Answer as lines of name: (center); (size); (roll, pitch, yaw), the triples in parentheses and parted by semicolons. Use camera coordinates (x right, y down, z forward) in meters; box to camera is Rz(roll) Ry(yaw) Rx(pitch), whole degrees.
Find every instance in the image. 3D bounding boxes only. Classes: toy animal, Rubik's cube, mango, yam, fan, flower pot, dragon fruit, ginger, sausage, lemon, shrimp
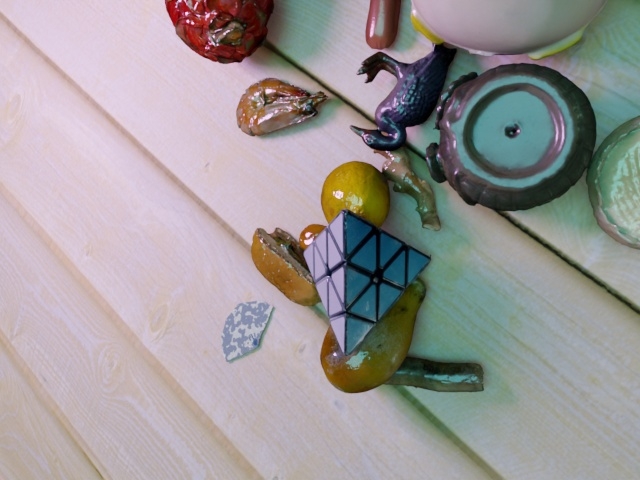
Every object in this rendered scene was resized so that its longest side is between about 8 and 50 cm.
toy animal: (0.187, -0.344, 1.066); (0.298, 0.122, 0.185); (-43, 81, 5)
Rubik's cube: (0.081, 0.062, 1.050); (0.229, 0.228, 0.233); (46, 112, 1)
mango: (0.000, 0.000, 1.216); (0.114, 0.060, 0.080); (21, 88, 25)
yam: (0.222, 0.313, 1.121); (0.317, 0.067, 0.071); (-3, 103, 27)
fan: (-0.217, 0.253, 1.364); (0.131, 0.009, 0.240); (46, 111, 17)
flower pot: (0.367, -0.197, 0.942); (0.301, 0.213, 0.302); (1, 93, 26)
dragon fruit: (-0.253, -0.607, 1.190); (0.277, 0.277, 0.343); (-25, 64, 25)
ginger: (0.196, -0.139, 1.108); (0.089, 0.075, 0.288); (-32, 76, 19)
sausage: (0.149, -0.544, 1.106); (0.077, 0.077, 0.194); (9, 97, 25)
lemon: (0.080, -0.094, 1.095); (0.169, 0.207, 0.170); (1, 126, 1)
mango: (0.124, 0.205, 1.101); (0.192, 0.146, 0.316); (32, 83, 36)
shrimp: (-0.107, -0.358, 1.250); (0.294, 0.062, 0.154); (0, 87, 27)

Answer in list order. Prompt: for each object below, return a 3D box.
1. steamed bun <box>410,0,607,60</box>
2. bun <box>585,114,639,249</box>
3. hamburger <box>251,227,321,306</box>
steamed bun: (0.348, -0.513, 0.877); (0.373, 0.334, 0.334); (20, 101, 20)
bun: (0.615, -0.105, 0.861); (0.259, 0.152, 0.260); (3, 97, 24)
hamburger: (-0.082, 0.076, 1.225); (0.262, 0.124, 0.131); (43, 111, 19)
